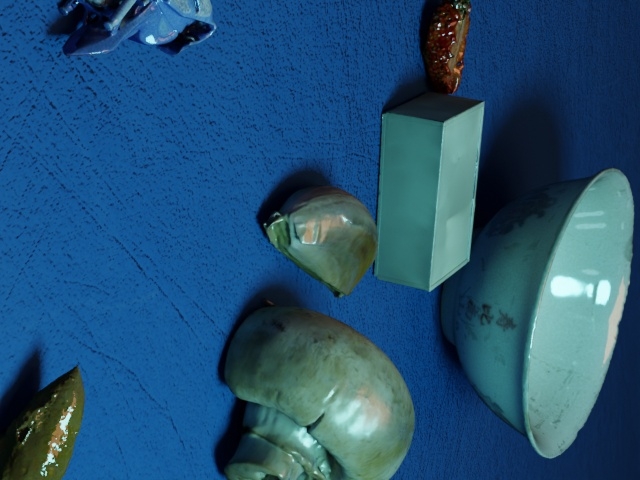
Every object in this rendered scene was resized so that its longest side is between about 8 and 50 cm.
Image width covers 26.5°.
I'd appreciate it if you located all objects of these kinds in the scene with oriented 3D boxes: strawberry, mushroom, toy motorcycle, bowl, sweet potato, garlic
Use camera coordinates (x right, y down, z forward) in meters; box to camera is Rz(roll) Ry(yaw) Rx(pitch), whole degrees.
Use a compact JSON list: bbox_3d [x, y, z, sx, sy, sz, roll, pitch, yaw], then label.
[{"bbox_3d":[0.162,-0.251,1.755,0.104,0.048,0.152,-56,160,-47],"label":"strawberry"},{"bbox_3d":[0.004,0.199,1.502,0.195,0.189,0.254,-60,140,-32],"label":"mushroom"},{"bbox_3d":[-0.145,-0.212,1.169,0.205,0.076,0.114,-21,127,-57],"label":"toy motorcycle"},{"bbox_3d":[0.301,0.087,2.001,0.435,0.196,0.435,-34,130,-52],"label":"bowl"},{"bbox_3d":[-0.253,0.201,1.163,0.068,0.060,0.206,19,85,-25],"label":"sweet potato"},{"bbox_3d":[0.010,-0.009,1.535,0.101,0.087,0.195,-58,152,-8],"label":"garlic"}]

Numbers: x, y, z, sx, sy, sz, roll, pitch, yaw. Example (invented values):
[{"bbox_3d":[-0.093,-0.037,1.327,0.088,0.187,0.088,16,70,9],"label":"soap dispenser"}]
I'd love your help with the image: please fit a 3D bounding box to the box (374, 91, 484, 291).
[{"bbox_3d":[0.139,-0.065,1.748,0.129,0.086,0.225,-30,128,-56],"label":"box"}]
